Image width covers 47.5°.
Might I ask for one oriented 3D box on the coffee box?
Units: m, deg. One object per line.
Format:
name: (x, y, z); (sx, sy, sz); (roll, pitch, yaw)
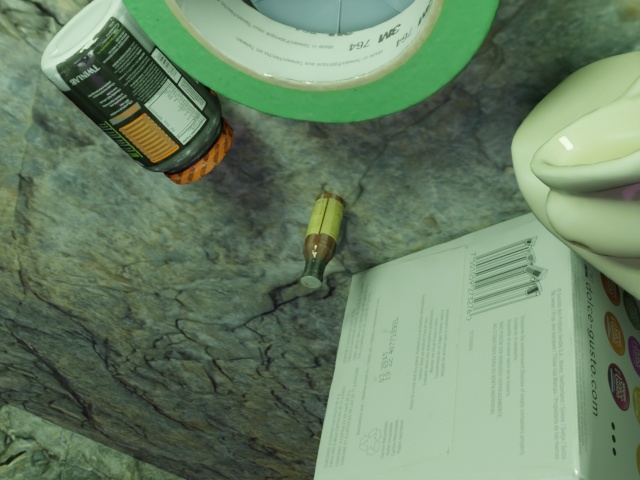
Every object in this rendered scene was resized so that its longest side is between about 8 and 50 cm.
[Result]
coffee box: (0.244, 0.215, 0.923); (0.338, 0.337, 0.334); (-22, 131, 38)

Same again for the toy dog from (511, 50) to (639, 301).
toy dog: (0.361, 0.021, 0.611); (0.408, 0.284, 0.395); (46, 155, -7)

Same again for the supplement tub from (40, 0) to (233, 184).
supplement tub: (-0.185, -0.153, 0.767); (0.117, 0.117, 0.190); (-13, 136, 32)

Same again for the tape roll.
tape roll: (-0.014, -0.235, 0.580); (0.321, 0.077, 0.321); (10, 143, 7)

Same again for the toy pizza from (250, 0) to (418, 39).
toy pizza: (0.022, -0.247, 0.643); (0.201, 0.032, 0.201); (10, 144, 7)

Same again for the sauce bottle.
sauce bottle: (0.000, 0.000, 0.897); (0.042, 0.128, 0.042); (11, 145, 8)
